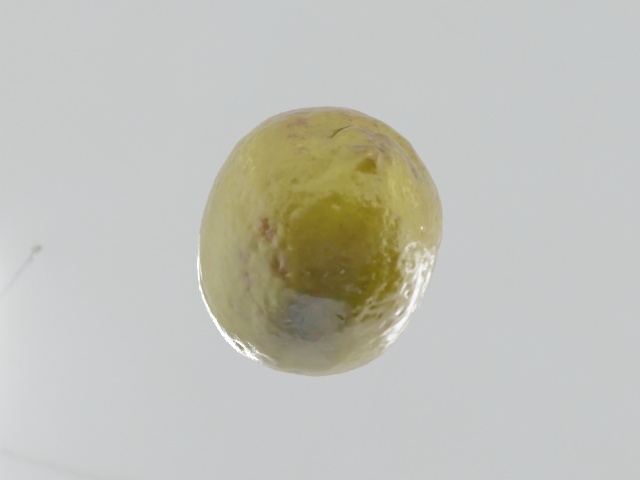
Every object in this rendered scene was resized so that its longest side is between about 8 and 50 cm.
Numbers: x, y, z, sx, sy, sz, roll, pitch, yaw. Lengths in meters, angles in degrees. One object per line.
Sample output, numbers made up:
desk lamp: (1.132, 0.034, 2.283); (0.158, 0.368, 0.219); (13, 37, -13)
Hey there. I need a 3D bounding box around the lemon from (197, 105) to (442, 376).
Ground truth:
lemon: (0.000, 0.000, 1.021); (0.170, 0.170, 0.207); (18, -50, 0)
